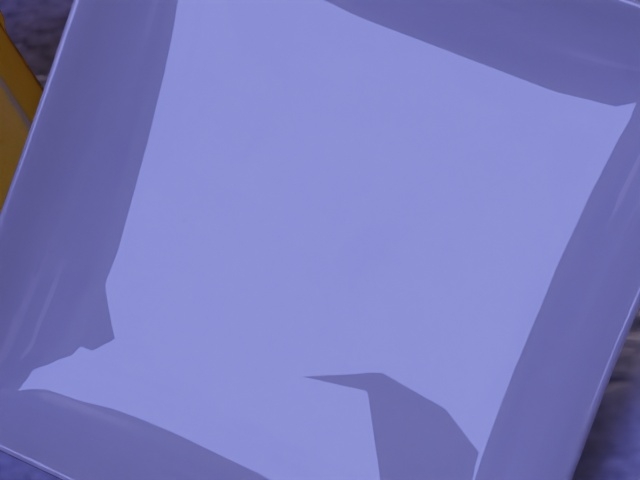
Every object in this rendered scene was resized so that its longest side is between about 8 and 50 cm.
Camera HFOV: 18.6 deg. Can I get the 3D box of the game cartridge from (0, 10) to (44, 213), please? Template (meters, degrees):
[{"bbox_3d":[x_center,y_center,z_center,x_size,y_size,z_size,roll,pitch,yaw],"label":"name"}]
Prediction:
[{"bbox_3d":[-0.276,-0.038,1.145,0.285,0.052,0.323,-25,102,27],"label":"game cartridge"}]

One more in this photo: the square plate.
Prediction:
[{"bbox_3d":[0.000,0.000,1.007,0.344,0.049,0.347,23,100,18],"label":"square plate"}]

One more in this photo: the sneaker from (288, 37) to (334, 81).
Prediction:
[{"bbox_3d":[-0.034,-0.063,1.090,0.185,0.069,0.083,-10,91,32],"label":"sneaker"}]
